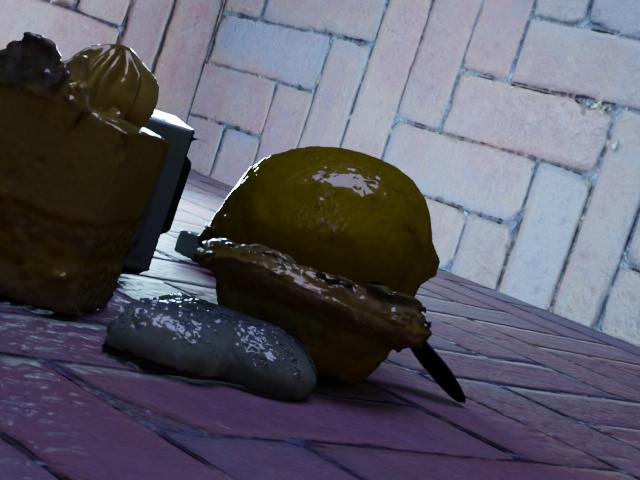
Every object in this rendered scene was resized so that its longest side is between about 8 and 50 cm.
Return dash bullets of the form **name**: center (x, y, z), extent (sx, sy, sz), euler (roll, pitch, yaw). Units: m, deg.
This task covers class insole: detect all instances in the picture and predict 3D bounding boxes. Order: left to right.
- **insole**: center (0.115, 0.120, 1.731), extent (0.188, 0.004, 0.064), euler (55, -22, -17)

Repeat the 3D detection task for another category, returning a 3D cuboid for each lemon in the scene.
- **lemon**: center (0.000, 0.000, 1.881), extent (0.310, 0.253, 0.253), euler (6, 5, -1)

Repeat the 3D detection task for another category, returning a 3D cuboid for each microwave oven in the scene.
- **microwave oven**: center (-0.327, -0.091, 1.962), extent (0.286, 0.218, 0.355), euler (18, 4, -12)

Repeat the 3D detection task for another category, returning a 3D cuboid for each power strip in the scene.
- **power strip**: center (-0.127, 0.027, 2.255), extent (0.216, 0.061, 0.145), euler (19, 4, 24)

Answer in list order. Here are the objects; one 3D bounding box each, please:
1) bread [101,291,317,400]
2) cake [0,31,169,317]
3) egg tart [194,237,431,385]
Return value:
- **bread**: center (-0.112, 0.099, 1.482), extent (0.232, 0.064, 0.172), euler (16, 7, -29)
- **cake**: center (-0.300, -0.088, 1.590), extent (0.222, 0.286, 0.227), euler (18, 5, 6)
- **egg tart**: center (-0.020, 0.078, 1.631), extent (0.288, 0.118, 0.288), euler (21, 0, 0)
